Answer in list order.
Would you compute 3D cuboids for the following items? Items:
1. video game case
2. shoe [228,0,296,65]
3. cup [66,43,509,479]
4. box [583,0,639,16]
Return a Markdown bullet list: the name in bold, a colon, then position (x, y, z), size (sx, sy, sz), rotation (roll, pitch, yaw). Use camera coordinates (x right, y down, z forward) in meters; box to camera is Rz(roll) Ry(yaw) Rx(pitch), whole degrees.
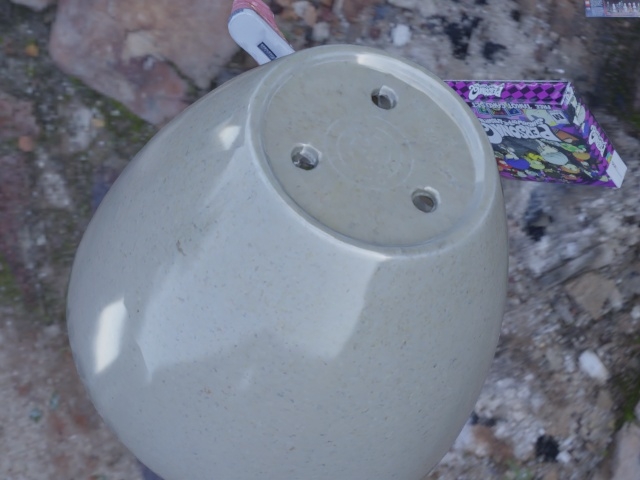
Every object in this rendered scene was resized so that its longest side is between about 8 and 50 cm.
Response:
- **video game case**: position (0.270, -0.145, 1.603), size (0.232, 0.210, 0.042), rotation (7, 67, 39)
- **shoe**: position (-0.064, -0.270, 1.672), size (0.063, 0.081, 0.178), rotation (-32, 120, 20)
- **cup**: position (0.000, 0.000, 0.835), size (0.331, 0.331, 0.237), rotation (49, 147, 15)
- **box**: position (0.390, -0.289, 1.402), size (0.137, 0.094, 0.027), rotation (24, 131, 65)
